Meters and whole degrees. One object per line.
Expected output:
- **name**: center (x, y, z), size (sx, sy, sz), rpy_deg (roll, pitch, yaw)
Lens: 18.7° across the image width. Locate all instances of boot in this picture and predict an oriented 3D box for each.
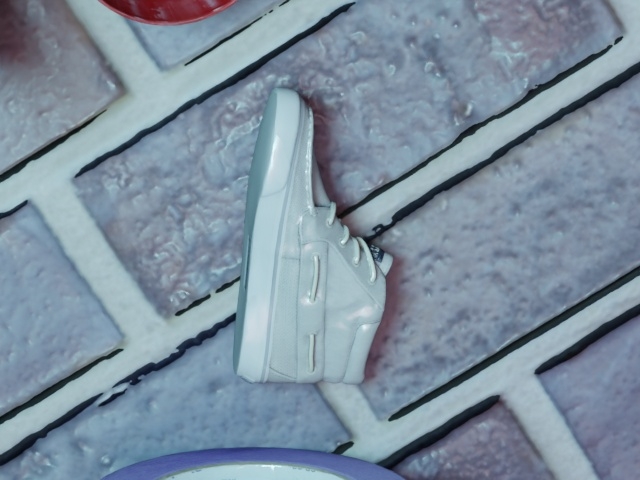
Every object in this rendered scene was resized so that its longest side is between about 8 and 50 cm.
- **boot**: center (0.000, 0.000, 1.637), size (0.123, 0.095, 0.258), rpy_deg (4, 110, -9)

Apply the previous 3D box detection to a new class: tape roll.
- **tape roll**: center (-0.055, 0.250, 1.583), size (0.275, 0.275, 0.090), rpy_deg (-1, 101, -2)

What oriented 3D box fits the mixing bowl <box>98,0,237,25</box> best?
- **mixing bowl**: center (-0.130, -0.272, 1.552), size (0.181, 0.098, 0.181), rpy_deg (-8, 115, -18)
